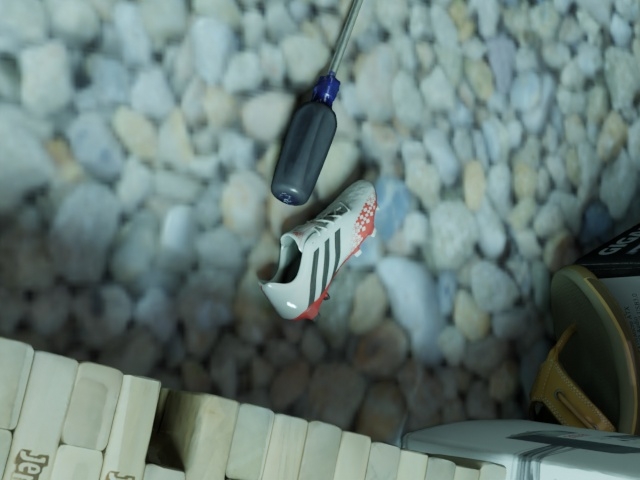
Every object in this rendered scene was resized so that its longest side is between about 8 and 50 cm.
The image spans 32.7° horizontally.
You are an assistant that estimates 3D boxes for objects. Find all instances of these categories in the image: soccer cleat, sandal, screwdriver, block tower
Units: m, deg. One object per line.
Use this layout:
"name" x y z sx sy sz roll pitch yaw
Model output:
"soccer cleat" 0.000 0.000 0.525 0.035 0.029 0.083 45 67 -32
"sandal" 0.143 0.104 0.614 0.049 0.072 0.180 -1 93 -19
"screwdriver" 0.010 -0.091 0.547 0.025 0.024 0.170 63 42 -54
"block tower" -0.077 0.098 0.420 0.335 0.091 0.097 20 77 -35

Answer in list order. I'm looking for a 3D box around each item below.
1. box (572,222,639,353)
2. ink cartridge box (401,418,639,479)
"box" 0.315 0.100 0.739 0.295 0.073 0.293 -26 104 -37
"ink cartridge box" 0.137 0.172 0.503 0.092 0.218 0.158 1 87 -33
